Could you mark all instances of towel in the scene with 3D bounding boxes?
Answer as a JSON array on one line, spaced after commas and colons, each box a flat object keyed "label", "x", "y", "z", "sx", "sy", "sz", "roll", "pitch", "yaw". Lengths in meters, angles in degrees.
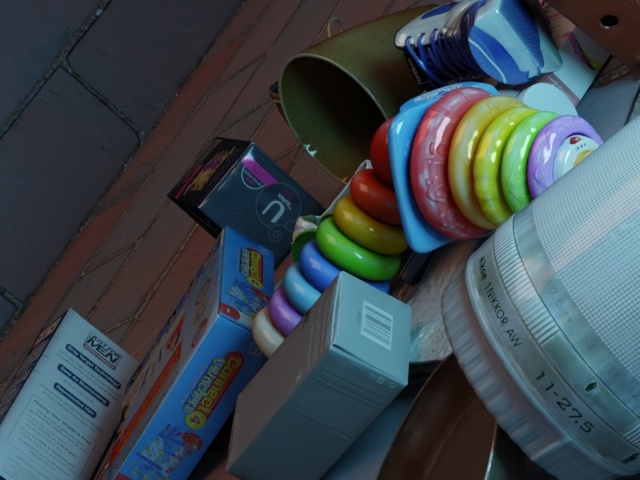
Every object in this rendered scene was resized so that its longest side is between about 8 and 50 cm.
[{"label": "towel", "x": 0.166, "y": 0.066, "z": 1.455, "sx": 0.187, "sy": 0.049, "sz": 0.282, "roll": -57, "pitch": 19, "yaw": -24}]

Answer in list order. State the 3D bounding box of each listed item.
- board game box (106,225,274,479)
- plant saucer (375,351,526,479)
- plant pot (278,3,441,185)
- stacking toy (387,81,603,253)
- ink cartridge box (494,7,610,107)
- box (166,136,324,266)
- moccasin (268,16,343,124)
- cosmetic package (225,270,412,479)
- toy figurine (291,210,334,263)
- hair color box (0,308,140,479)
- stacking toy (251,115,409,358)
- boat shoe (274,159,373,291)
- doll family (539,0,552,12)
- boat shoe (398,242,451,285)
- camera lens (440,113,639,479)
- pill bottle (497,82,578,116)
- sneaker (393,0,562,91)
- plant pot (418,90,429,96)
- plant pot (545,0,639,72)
[{"label": "board game box", "x": -0.175, "y": 0.174, "z": 1.878, "sx": 0.308, "sy": 0.086, "sz": 0.302, "roll": -57, "pitch": 14, "yaw": 18}, {"label": "plant saucer", "x": 0.095, "y": 0.234, "z": 1.128, "sx": 0.310, "sy": 0.050, "sz": 0.311, "roll": -159, "pitch": 90, "yaw": -81}, {"label": "plant pot", "x": 0.107, "y": -0.236, "z": 2.013, "sx": 0.254, "sy": 0.237, "sz": 0.237, "roll": -41, "pitch": 12, "yaw": -29}, {"label": "stacking toy", "x": 0.223, "y": -0.071, "z": 1.376, "sx": 0.175, "sy": 0.166, "sz": 0.301, "roll": -23, "pitch": 20, "yaw": -35}, {"label": "ink cartridge box", "x": 0.309, "y": -0.236, "z": 1.732, "sx": 0.198, "sy": 0.067, "sz": 0.115, "roll": -55, "pitch": 18, "yaw": -16}, {"label": "box", "x": -0.130, "y": -0.067, "z": 2.263, "sx": 0.143, "sy": 0.165, "sz": 0.270, "roll": -50, "pitch": 18, "yaw": -6}, {"label": "moccasin", "x": 0.030, "y": -0.300, "z": 2.412, "sx": 0.139, "sy": 0.147, "sz": 0.380, "roll": -55, "pitch": 18, "yaw": -22}, {"label": "cosmetic package", "x": -0.003, "y": 0.163, "z": 1.478, "sx": 0.238, "sy": 0.107, "sz": 0.127, "roll": -49, "pitch": 20, "yaw": 33}, {"label": "toy figurine", "x": 0.061, "y": -0.021, "z": 1.770, "sx": 0.159, "sy": 0.130, "sz": 0.173, "roll": -48, "pitch": -19, "yaw": -36}, {"label": "hair color box", "x": -0.432, "y": 0.295, "z": 2.200, "sx": 0.105, "sy": 0.174, "sz": 0.347, "roll": -36, "pitch": 21, "yaw": 39}, {"label": "stacking toy", "x": 0.049, "y": 0.001, "z": 1.575, "sx": 0.330, "sy": 0.141, "sz": 0.141, "roll": -62, "pitch": 12, "yaw": 19}, {"label": "boat shoe", "x": 0.000, "y": 0.000, "z": 1.919, "sx": 0.277, "sy": 0.096, "sz": 0.098, "roll": -48, "pitch": 20, "yaw": 3}, {"label": "doll family", "x": 0.376, "y": -0.411, "z": 1.923, "sx": 0.263, "sy": 0.118, "sz": 0.163, "roll": -65, "pitch": 23, "yaw": 5}, {"label": "boat shoe", "x": 0.123, "y": -0.030, "z": 1.610, "sx": 0.065, "sy": 0.083, "sz": 0.183, "roll": -25, "pitch": -24, "yaw": -44}, {"label": "camera lens", "x": 0.256, "y": 0.031, "z": 1.020, "sx": 0.274, "sy": 0.219, "sz": 0.219, "roll": -41, "pitch": 19, "yaw": 23}, {"label": "pill bottle", "x": 0.202, "y": -0.106, "z": 1.620, "sx": 0.216, "sy": 0.121, "sz": 0.121, "roll": -26, "pitch": 28, "yaw": 50}, {"label": "sneaker", "x": 0.187, "y": -0.236, "z": 1.678, "sx": 0.182, "sy": 0.127, "sz": 0.315, "roll": -33, "pitch": 15, "yaw": 19}, {"label": "plant pot", "x": 0.168, "y": -0.141, "z": 1.818, "sx": 0.134, "sy": 0.095, "sz": 0.134, "roll": -43, "pitch": 18, "yaw": 18}, {"label": "plant pot", "x": 0.377, "y": -0.355, "z": 1.543, "sx": 0.267, "sy": 0.267, "sz": 0.236, "roll": -30, "pitch": 37, "yaw": 46}]
